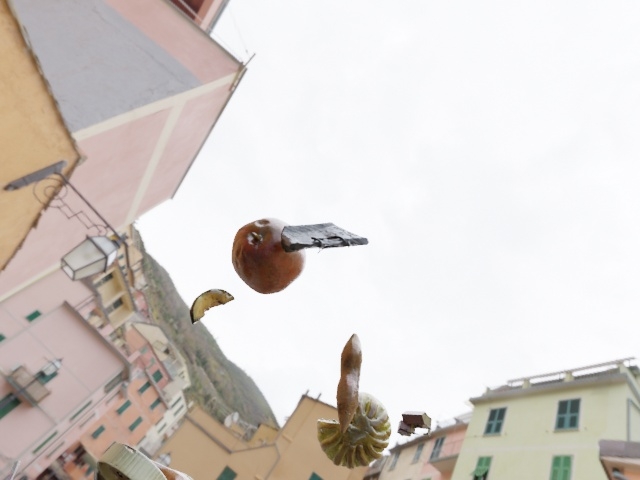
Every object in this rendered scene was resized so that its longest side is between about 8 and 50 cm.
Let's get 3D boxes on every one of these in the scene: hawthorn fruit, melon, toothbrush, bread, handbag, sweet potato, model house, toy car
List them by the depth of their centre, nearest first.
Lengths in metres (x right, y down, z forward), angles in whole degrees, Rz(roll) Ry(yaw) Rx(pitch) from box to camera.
[{"bbox_3d":[-0.382,0.503,0.828,0.235,0.145,0.235,13,-57,21],"label":"toy car"},{"bbox_3d":[0.065,0.317,0.901,0.051,0.218,0.065,1,-31,14],"label":"sweet potato"},{"bbox_3d":[0.230,0.460,1.010,0.083,0.057,0.058,-15,-48,40],"label":"model house"},{"bbox_3d":[-0.902,0.735,1.135,0.014,0.194,0.017,-4,-36,6],"label":"toothbrush"},{"bbox_3d":[0.000,0.000,1.243,0.175,0.270,0.089,19,-69,60],"label":"handbag"},{"bbox_3d":[-0.383,0.209,1.345,0.079,0.160,0.128,61,-31,-5],"label":"melon"},{"bbox_3d":[-0.190,0.034,1.414,0.277,0.277,0.298,22,-21,22],"label":"hawthorn fruit"},{"bbox_3d":[0.155,0.828,1.757,0.333,0.333,0.160,29,-23,16],"label":"bread"}]
